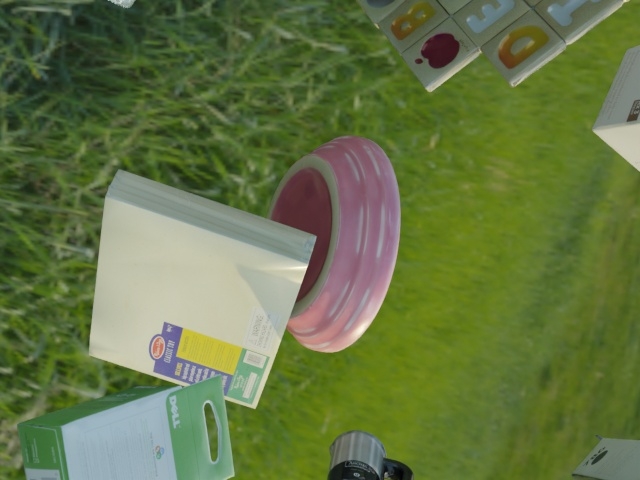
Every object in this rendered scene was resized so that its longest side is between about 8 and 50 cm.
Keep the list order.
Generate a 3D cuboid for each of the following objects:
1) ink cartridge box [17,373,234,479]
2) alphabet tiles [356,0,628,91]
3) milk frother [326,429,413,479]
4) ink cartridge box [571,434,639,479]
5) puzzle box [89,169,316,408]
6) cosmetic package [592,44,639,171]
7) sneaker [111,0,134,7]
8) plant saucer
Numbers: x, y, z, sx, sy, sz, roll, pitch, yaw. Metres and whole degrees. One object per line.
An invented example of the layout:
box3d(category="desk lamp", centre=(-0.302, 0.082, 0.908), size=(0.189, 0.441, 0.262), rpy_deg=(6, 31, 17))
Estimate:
box3d(category="ink cartridge box", centre=(-0.176, 0.198, 1.103), size=(0.209, 0.062, 0.109), rpy_deg=(-13, 96, -53))
box3d(category="alphabet tiles", centre=(0.198, -0.285, 1.070), size=(0.342, 0.285, 0.011), rpy_deg=(-37, 136, 8))
box3d(category="milk frother", centre=(0.053, 0.372, 1.681), size=(0.143, 0.129, 0.135), rpy_deg=(-61, -176, 22))
box3d(category="ink cartridge box", centre=(0.330, 0.263, 1.095), size=(0.065, 0.165, 0.332), rpy_deg=(-41, 174, -5))
box3d(category="puzzle box", centre=(-0.178, 0.083, 1.640), size=(0.409, 0.272, 0.052), rpy_deg=(111, -3, -53))
box3d(category="cosmetic package", centre=(0.420, -0.111, 1.315), size=(0.231, 0.085, 0.117), rpy_deg=(35, 71, -24))
box3d(category="sneaker", centre=(-0.253, -0.430, 1.584), size=(0.102, 0.293, 0.146), rpy_deg=(25, 115, -28))
box3d(category="plant saucer", centre=(0.000, 0.000, 1.783), size=(0.084, 0.332, 0.332), rpy_deg=(10, 91, -27))
